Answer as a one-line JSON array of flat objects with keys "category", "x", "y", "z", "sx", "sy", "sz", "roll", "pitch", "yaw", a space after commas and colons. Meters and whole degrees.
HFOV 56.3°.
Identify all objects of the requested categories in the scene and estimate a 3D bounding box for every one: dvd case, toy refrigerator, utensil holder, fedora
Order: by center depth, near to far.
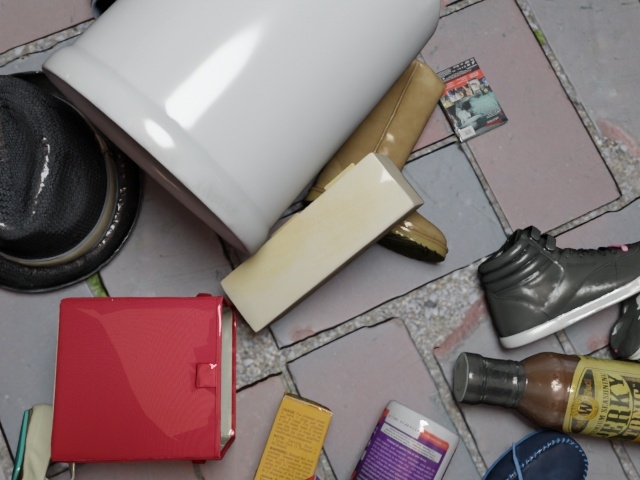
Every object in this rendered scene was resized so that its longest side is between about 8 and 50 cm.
[{"category": "utensil holder", "x": -0.083, "y": -0.229, "z": 0.762, "sx": 0.327, "sy": 0.327, "sz": 0.385, "roll": 40, "pitch": 80, "yaw": 4}, {"category": "toy refrigerator", "x": 0.000, "y": 0.000, "z": 0.799, "sx": 0.269, "sy": 0.102, "sz": 0.094, "roll": -39, "pitch": 83, "yaw": 18}, {"category": "fedora", "x": -0.413, "y": -0.100, "z": 0.823, "sx": 0.333, "sy": 0.152, "sz": 0.334, "roll": 0, "pitch": 79, "yaw": -3}, {"category": "dvd case", "x": 0.233, "y": -0.224, "z": 0.952, "sx": 0.087, "sy": 0.013, "sz": 0.120, "roll": -25, "pitch": 81, "yaw": -7}]

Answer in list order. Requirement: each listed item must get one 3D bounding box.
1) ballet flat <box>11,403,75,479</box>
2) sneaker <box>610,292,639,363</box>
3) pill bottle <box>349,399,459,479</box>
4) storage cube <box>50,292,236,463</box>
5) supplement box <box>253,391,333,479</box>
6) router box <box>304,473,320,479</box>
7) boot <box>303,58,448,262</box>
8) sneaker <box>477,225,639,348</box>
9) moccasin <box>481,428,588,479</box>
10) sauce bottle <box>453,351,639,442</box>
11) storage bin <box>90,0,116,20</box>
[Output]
[{"category": "ballet flat", "x": -0.351, "y": 0.312, "z": 0.740, "sx": 0.086, "sy": 0.086, "sz": 0.248, "roll": -5, "pitch": 41, "yaw": -4}, {"category": "sneaker", "x": 0.490, "y": 0.104, "z": 0.888, "sx": 0.077, "sy": 0.072, "sz": 0.178, "roll": 32, "pitch": 77, "yaw": -21}, {"category": "pill bottle", "x": 0.097, "y": 0.323, "z": 0.796, "sx": 0.108, "sy": 0.108, "sz": 0.194, "roll": 29, "pitch": 79, "yaw": 2}, {"category": "storage cube", "x": -0.211, "y": 0.174, "z": 0.768, "sx": 0.193, "sy": 0.184, "sz": 0.215, "roll": 0, "pitch": 80, "yaw": -3}, {"category": "supplement box", "x": -0.053, "y": 0.328, "z": 0.802, "sx": 0.080, "sy": 0.078, "sz": 0.234, "roll": 17, "pitch": 80, "yaw": 0}, {"category": "router box", "x": -0.037, "y": 0.495, "z": 0.700, "sx": 0.301, "sy": 0.082, "sz": 0.336, "roll": -36, "pitch": 91, "yaw": 12}, {"category": "boot", "x": 0.126, "y": -0.131, "z": 0.892, "sx": 0.236, "sy": 0.089, "sz": 0.270, "roll": 26, "pitch": 78, "yaw": 1}, {"category": "sneaker", "x": 0.363, "y": 0.025, "z": 0.858, "sx": 0.295, "sy": 0.104, "sz": 0.147, "roll": -27, "pitch": 86, "yaw": 1}, {"category": "moccasin", "x": 0.248, "y": 0.405, "z": 0.784, "sx": 0.137, "sy": 0.117, "sz": 0.342, "roll": 38, "pitch": 80, "yaw": 4}, {"category": "sauce bottle", "x": 0.361, "y": 0.215, "z": 0.830, "sx": 0.344, "sy": 0.111, "sz": 0.112, "roll": 7, "pitch": 79, "yaw": -1}, {"category": "storage bin", "x": -0.285, "y": -0.372, "z": 0.918, "sx": 0.135, "sy": 0.098, "sz": 0.091, "roll": -30, "pitch": 55, "yaw": -7}]
